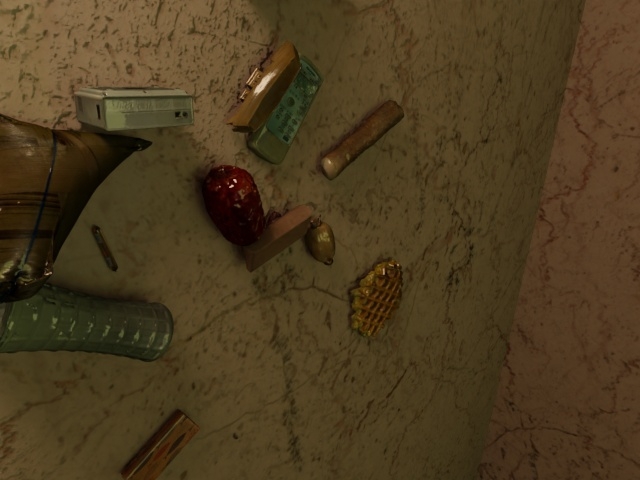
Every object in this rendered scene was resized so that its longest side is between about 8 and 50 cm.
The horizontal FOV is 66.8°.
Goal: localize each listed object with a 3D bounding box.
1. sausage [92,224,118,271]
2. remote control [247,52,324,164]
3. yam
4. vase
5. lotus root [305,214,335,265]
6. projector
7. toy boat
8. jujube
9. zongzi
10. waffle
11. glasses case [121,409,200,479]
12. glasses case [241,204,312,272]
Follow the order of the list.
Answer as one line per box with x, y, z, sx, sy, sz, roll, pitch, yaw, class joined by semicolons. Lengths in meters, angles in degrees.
-0.380;0.016;0.858;0.015;0.015;0.100;-35;130;-33;sausage
-0.073;-0.281;1.046;0.098;0.038;0.233;32;81;-50;remote control
0.106;-0.257;1.233;0.300;0.066;0.066;-45;134;-25;yam
-0.395;0.135;0.807;0.299;0.143;0.143;24;88;-53;vase
0.000;0.000;1.230;0.073;0.062;0.150;-24;125;-12;lotus root
-0.296;-0.215;0.774;0.147;0.115;0.061;-17;116;-42;projector
-0.115;-0.303;0.965;0.206;0.072;0.064;-53;154;-1;toy boat
-0.171;-0.065;0.973;0.109;0.112;0.176;-20;132;-10;jujube
-0.363;-0.047;0.709;0.289;0.123;0.260;-2;74;-51;zongzi
0.176;0.184;1.516;0.243;0.058;0.238;-35;133;-29;waffle
-0.350;0.458;1.065;0.170;0.041;0.065;-47;124;-22;glasses case
-0.111;-0.008;1.114;0.193;0.070;0.102;-36;158;-34;glasses case
